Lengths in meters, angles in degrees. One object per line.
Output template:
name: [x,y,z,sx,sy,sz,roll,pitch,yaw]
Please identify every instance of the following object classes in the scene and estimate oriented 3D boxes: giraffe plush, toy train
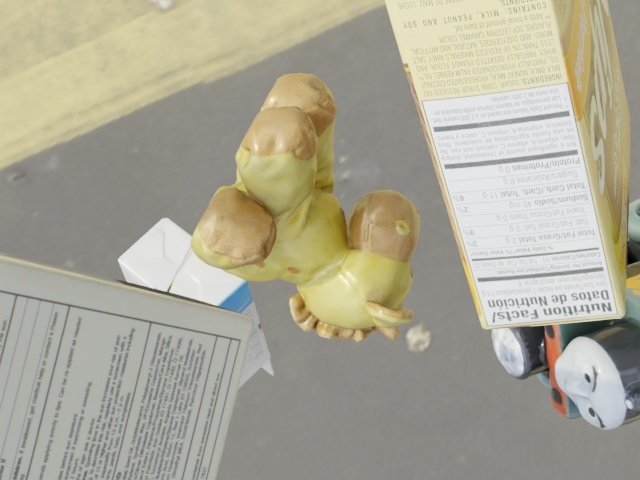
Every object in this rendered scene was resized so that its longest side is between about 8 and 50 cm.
giraffe plush: [0.000,0.000,1.138,0.170,0.181,0.210,28,120,-3]
toy train: [0.299,0.044,1.142,0.334,0.190,0.142,-17,114,-20]

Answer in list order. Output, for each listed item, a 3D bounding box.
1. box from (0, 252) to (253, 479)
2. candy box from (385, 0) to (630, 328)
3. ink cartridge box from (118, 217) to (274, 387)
box: [-0.165,0.081,0.761,0.127,0.232,0.149,13,87,38]
candy box: [0.099,-0.127,0.807,0.087,0.183,0.316,-6,131,19]
ink cartridge box: [-0.107,0.072,1.354,0.104,0.060,0.180,35,158,26]
